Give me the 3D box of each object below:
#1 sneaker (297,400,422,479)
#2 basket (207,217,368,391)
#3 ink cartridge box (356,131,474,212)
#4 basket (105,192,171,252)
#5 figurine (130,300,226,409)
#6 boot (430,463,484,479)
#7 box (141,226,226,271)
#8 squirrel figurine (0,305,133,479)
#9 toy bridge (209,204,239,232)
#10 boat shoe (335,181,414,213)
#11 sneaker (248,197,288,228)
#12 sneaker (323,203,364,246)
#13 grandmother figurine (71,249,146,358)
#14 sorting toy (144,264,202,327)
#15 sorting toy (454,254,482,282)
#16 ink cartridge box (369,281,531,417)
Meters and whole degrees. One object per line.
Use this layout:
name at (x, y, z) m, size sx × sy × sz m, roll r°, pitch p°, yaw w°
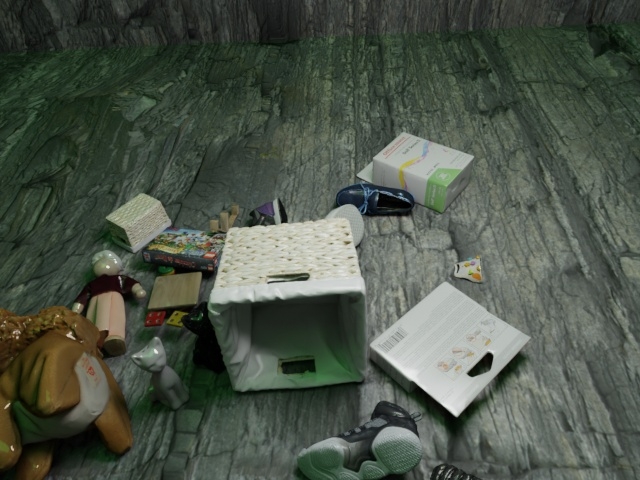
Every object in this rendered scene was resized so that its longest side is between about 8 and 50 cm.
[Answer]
sneaker at (0.090, 0.423, 1.025) m, size 0.268 × 0.102 × 0.153 m, roll -19°, pitch 6°, yaw 20°
basket at (-0.066, 0.148, 1.158) m, size 0.327 × 0.332 × 0.267 m, roll -5°, pitch 41°, yaw -1°
ink cartridge box at (0.320, -0.255, 1.698) m, size 0.353 × 0.119 × 0.207 m, roll 26°, pitch 52°, yaw 28°
basket at (-0.589, -0.061, 1.580) m, size 0.113 × 0.103 × 0.167 m, roll 23°, pitch 51°, yaw 27°
figurine at (-0.323, 0.265, 1.139) m, size 0.092 × 0.210 × 0.214 m, roll 31°, pitch 54°, yaw 32°
boot at (0.158, 0.512, 0.894) m, size 0.347 × 0.131 × 0.260 m, roll 29°, pitch 59°, yaw 16°
box at (-0.397, 0.024, 1.491) m, size 0.232 × 0.044 × 0.159 m, roll 7°, pitch 29°, yaw 11°
squirrel figurine at (-0.671, 0.341, 1.067) m, size 0.370 × 0.281 × 0.397 m, roll -26°, pitch 56°, yaw -2°
toy bridge at (-0.308, -0.059, 1.573) m, size 0.026 × 0.063 × 0.188 m, roll 7°, pitch 22°, yaw 11°
boat shoe at (0.178, -0.138, 1.587) m, size 0.257 × 0.109 × 0.089 m, roll -4°, pitch 22°, yaw 4°
sneaker at (-0.164, -0.007, 1.512) m, size 0.124 × 0.107 × 0.283 m, roll -18°, pitch 39°, yaw 7°
sneaker at (0.000, 0.000, 1.457) m, size 0.150 × 0.135 × 0.366 m, roll -12°, pitch 17°, yaw 37°
grandmother figurine at (-0.591, 0.160, 1.355) m, size 0.207 × 0.104 × 0.343 m, roll -8°, pitch 46°, yaw -17°
sorting toy at (-0.401, 0.159, 1.367) m, size 0.132 × 0.047 × 0.275 m, roll -7°, pitch 36°, yaw -2°
sorting toy at (0.422, 0.080, 1.404) m, size 0.075 × 0.045 × 0.083 m, roll -10°, pitch 40°, yaw 22°
ink cartridge box at (0.312, 0.263, 1.194) m, size 0.296 × 0.066 × 0.261 m, roll -33°, pitch 51°, yaw -26°
